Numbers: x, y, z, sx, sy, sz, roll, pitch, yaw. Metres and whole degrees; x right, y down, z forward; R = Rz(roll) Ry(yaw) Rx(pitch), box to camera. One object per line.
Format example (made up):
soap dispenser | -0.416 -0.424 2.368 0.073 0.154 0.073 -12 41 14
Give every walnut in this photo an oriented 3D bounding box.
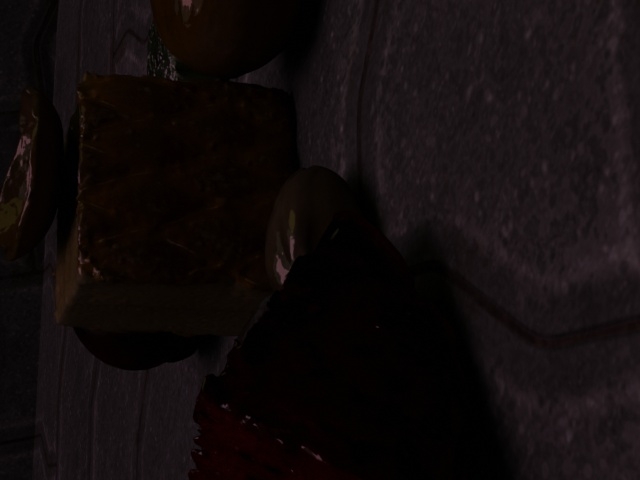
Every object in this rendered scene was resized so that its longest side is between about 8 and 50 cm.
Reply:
walnut | -0.102 -0.343 1.374 0.203 0.203 0.297 -138 58 -64

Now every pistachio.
pistachio | 0.000 0.000 1.173 0.108 0.126 0.185 -18 58 22

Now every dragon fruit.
dragon fruit | 0.030 0.185 1.028 0.286 0.228 0.329 -58 -15 -46

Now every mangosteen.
mangosteen | -0.255 0.097 1.715 0.257 0.215 0.215 57 -156 -62

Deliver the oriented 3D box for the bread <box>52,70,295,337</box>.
bread | -0.180 -0.039 1.407 0.207 0.279 0.279 129 138 -60

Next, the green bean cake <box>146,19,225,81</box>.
green bean cake | -0.210 -0.276 1.765 0.181 0.094 0.173 154 117 -67

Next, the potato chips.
potato chips | -0.344 -0.079 1.389 0.195 0.062 0.208 133 141 -54

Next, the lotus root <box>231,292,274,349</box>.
lotus root | -0.044 0.113 1.282 0.192 0.088 0.113 131 145 -57
